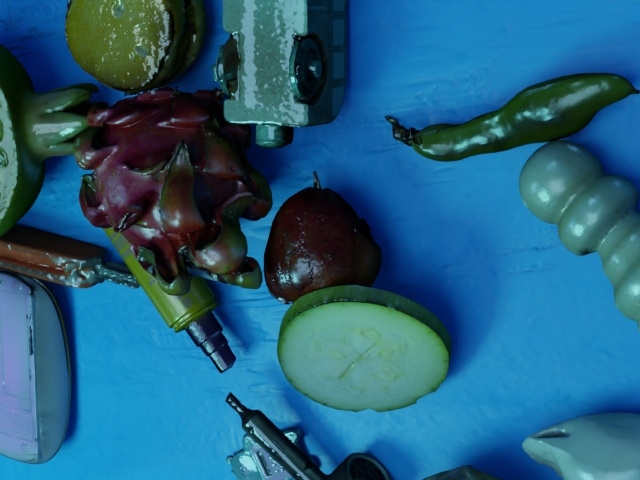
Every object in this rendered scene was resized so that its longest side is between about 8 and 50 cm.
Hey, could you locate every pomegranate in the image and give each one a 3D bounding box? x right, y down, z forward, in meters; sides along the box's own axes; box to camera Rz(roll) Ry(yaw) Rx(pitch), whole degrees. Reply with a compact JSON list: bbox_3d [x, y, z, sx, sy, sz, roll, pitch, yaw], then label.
[{"bbox_3d":[-0.470,-0.153,1.725,0.358,0.216,0.310,-9,100,1],"label":"pomegranate"}]

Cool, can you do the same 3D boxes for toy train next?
[{"bbox_3d":[-0.045,-0.276,1.466,0.129,0.159,0.326,5,102,26],"label":"toy train"}]

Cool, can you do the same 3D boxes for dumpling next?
[{"bbox_3d":[0.350,0.267,1.421,0.228,0.124,0.151,8,144,33],"label":"dumpling"}]

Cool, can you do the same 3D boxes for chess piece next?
[{"bbox_3d":[0.322,-0.015,1.352,0.243,0.133,0.133,46,121,19],"label":"chess piece"}]

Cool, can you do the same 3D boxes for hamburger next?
[{"bbox_3d":[-0.239,-0.290,1.595,0.182,0.118,0.191,-42,85,28],"label":"hamburger"}]

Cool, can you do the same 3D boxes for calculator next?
[{"bbox_3d":[-0.072,0.307,1.717,0.141,0.019,0.094,-23,94,32],"label":"calculator"}]

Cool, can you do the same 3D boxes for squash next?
[{"bbox_3d":[0.054,0.132,1.519,0.219,0.041,0.219,4,136,4],"label":"squash"}]

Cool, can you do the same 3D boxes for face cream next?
[{"bbox_3d":[-0.200,0.061,1.689,0.078,0.078,0.273,-38,83,32],"label":"face cream"}]

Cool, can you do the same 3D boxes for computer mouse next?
[{"bbox_3d":[-0.455,0.188,1.872,0.158,0.072,0.310,9,107,29],"label":"computer mouse"}]

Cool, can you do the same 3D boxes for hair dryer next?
[{"bbox_3d":[-0.050,0.309,1.663,0.248,0.078,0.195,45,121,7],"label":"hair dryer"}]

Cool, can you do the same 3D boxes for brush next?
[{"bbox_3d":[-0.390,0.027,1.795,0.323,0.070,0.051,13,113,25],"label":"brush"}]

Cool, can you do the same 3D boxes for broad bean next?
[{"bbox_3d":[0.210,-0.134,1.409,0.325,0.067,0.075,-13,113,35],"label":"broad bean"}]

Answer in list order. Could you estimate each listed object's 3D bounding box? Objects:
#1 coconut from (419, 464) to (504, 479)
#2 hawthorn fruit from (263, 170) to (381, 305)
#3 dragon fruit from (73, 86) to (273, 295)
[{"bbox_3d":[0.174,0.384,1.480,0.227,0.227,0.230,4,112,29],"label":"coconut"},{"bbox_3d":[0.000,0.000,1.527,0.148,0.148,0.172,-10,83,31],"label":"hawthorn fruit"},{"bbox_3d":[-0.182,-0.068,1.536,0.307,0.227,0.243,-146,38,-66],"label":"dragon fruit"}]
